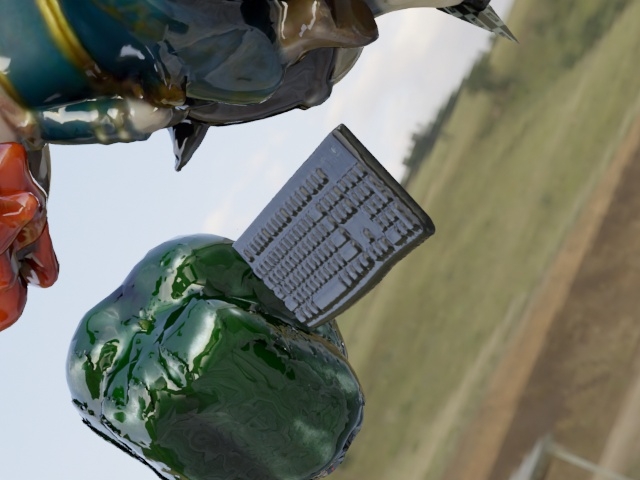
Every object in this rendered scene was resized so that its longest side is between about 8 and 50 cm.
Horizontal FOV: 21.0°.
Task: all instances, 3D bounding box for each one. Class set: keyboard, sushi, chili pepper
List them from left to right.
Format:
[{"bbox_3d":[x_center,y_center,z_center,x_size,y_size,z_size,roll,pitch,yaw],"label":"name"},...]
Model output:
[{"bbox_3d":[-0.101,0.128,1.656,0.248,0.233,0.257,-49,-40,0],"label":"chili pepper"},{"bbox_3d":[-0.010,0.009,1.267,0.041,0.103,0.381,-42,-1,-17],"label":"keyboard"},{"bbox_3d":[0.140,-0.256,1.718,0.126,0.120,0.026,15,-58,-41],"label":"sushi"}]

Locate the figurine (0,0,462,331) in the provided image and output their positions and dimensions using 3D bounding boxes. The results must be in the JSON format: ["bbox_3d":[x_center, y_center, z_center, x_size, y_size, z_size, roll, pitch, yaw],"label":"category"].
[{"bbox_3d":[-0.128,-0.083,0.766,0.412,0.241,0.306,-26,5,-12],"label":"figurine"}]
